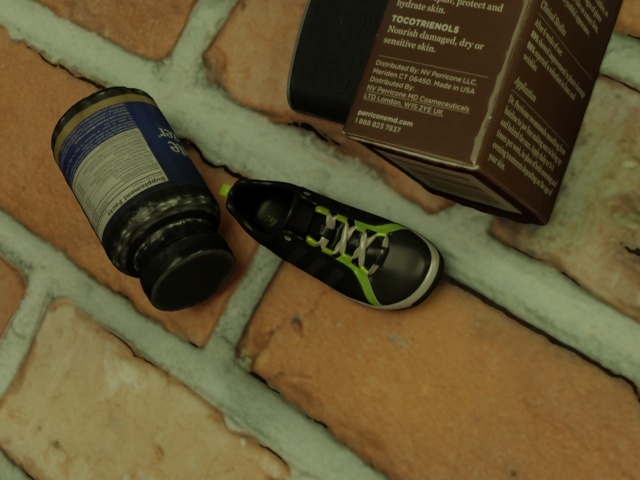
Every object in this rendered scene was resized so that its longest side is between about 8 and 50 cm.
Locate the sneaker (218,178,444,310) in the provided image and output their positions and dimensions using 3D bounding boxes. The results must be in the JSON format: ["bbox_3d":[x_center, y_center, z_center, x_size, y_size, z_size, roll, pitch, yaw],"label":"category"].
[{"bbox_3d":[0.000,0.000,1.163,0.234,0.097,0.084,20,87,31],"label":"sneaker"}]

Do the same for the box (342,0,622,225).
[{"bbox_3d":[0.170,-0.226,1.078,0.143,0.191,0.381,19,86,31],"label":"box"}]

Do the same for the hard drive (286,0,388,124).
[{"bbox_3d":[0.067,-0.235,1.214,0.172,0.054,0.255,18,86,31],"label":"hard drive"}]

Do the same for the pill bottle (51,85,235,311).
[{"bbox_3d":[-0.176,-0.041,1.254,0.123,0.123,0.219,-40,62,13],"label":"pill bottle"}]
